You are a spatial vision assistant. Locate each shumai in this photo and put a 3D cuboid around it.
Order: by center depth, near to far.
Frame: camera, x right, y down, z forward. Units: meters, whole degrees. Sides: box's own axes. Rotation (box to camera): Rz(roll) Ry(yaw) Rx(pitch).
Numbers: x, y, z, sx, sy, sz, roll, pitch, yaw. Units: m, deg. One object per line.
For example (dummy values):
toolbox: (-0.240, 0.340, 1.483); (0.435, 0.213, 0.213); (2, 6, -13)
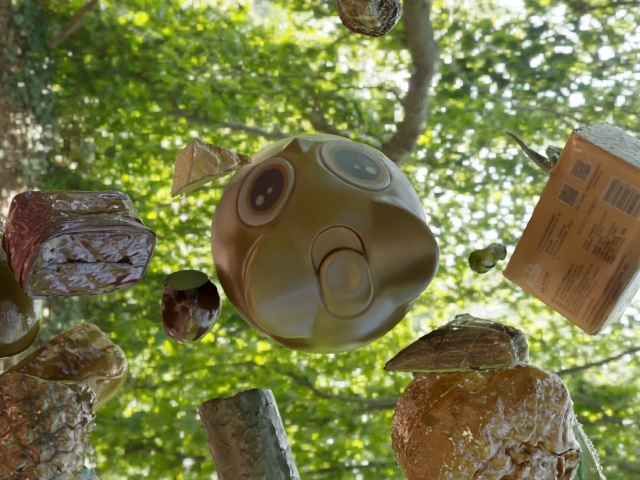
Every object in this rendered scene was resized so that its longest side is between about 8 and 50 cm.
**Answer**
shumai: (0.105, -0.501, 1.582); (0.123, 0.139, 0.105); (-55, -175, -6)

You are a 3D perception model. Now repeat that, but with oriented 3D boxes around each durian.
durian: (0.574, 0.585, 1.756); (0.163, 0.198, 0.394); (-29, -139, 52)

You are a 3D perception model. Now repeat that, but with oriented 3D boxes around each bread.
bread: (-0.169, -0.096, 1.142); (0.084, 0.109, 0.080); (-26, -123, 48)
bread: (-0.495, 0.290, 1.296); (0.195, 0.149, 0.344); (-41, 180, 39)
bread: (0.328, 0.413, 1.506); (0.215, 0.398, 0.398); (-129, -143, -62)

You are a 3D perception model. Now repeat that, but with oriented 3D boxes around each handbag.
handbag: (-0.384, 0.005, 1.196); (0.135, 0.225, 0.146); (47, -57, 34)

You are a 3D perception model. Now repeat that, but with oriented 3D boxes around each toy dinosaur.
toy dinosaur: (0.466, -0.139, 1.452); (0.167, 0.242, 0.053); (94, 18, -56)

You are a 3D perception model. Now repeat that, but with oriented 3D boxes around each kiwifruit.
kiwifruit: (-0.582, 0.092, 1.281); (0.196, 0.196, 0.234); (138, -54, -79)

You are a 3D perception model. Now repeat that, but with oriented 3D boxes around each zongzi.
zongzi: (0.204, 0.171, 1.120); (0.160, 0.176, 0.079); (-6, -79, 66)

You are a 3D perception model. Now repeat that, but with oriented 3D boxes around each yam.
yam: (-0.134, 0.452, 1.514); (0.168, 0.168, 0.304); (127, -55, -77)

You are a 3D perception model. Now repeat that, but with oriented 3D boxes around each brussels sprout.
brussels sprout: (0.300, 0.026, 1.319); (0.046, 0.083, 0.051); (58, -31, 3)

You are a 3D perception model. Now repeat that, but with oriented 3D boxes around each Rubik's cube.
Rubik's cube: (-0.437, 0.458, 1.355); (0.075, 0.073, 0.084); (54, 29, -9)

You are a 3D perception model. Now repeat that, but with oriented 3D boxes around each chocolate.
chocolate: (-0.252, 0.134, 1.441); (0.127, 0.124, 0.133); (39, -36, 54)

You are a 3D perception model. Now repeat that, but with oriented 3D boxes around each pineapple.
pineapple: (-0.386, 0.317, 0.972); (0.158, 0.157, 0.279); (107, -11, -67)

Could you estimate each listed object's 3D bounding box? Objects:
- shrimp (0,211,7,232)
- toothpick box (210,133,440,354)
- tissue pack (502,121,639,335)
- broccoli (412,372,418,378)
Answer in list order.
shrimp: (-0.642, -0.028, 1.430); (0.236, 0.133, 0.053); (112, 3, -65)
toothpick box: (0.000, 0.000, 1.385); (0.425, 0.408, 0.409); (-126, -145, -71)
tissue pack: (0.508, -0.030, 1.321); (0.238, 0.238, 0.306); (-104, -153, -55)
broccoli: (0.376, 0.360, 2.003); (0.235, 0.259, 0.288); (62, 20, -47)
